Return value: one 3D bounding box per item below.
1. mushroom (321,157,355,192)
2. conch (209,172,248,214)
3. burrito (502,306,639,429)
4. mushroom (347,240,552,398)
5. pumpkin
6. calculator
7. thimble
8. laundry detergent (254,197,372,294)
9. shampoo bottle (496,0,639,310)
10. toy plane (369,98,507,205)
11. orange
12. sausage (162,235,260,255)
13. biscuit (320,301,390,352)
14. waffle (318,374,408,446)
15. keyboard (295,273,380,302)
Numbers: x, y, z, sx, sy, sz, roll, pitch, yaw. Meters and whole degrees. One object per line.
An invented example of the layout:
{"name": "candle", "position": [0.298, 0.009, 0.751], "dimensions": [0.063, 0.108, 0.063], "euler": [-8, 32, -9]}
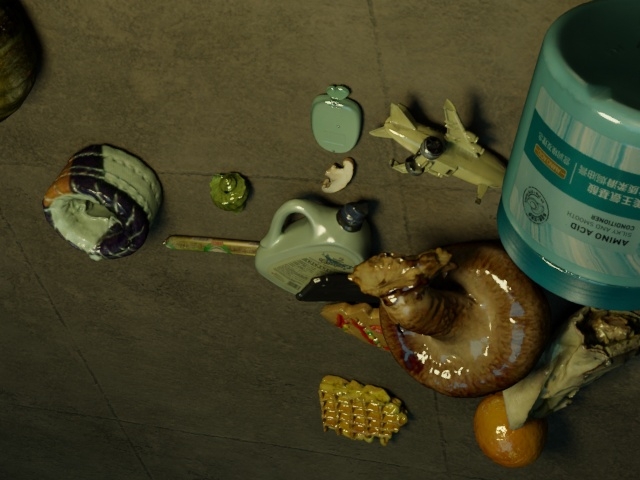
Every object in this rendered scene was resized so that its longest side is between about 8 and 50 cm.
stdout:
{"name": "mushroom", "position": [0.035, -0.124, 1.776], "dimensions": [0.049, 0.019, 0.101], "euler": [34, 135, -14]}
{"name": "conch", "position": [-0.186, -0.097, 1.881], "dimensions": [0.089, 0.074, 0.121], "euler": [45, 163, 22]}
{"name": "burrito", "position": [0.498, 0.255, 1.881], "dimensions": [0.135, 0.190, 0.332], "euler": [54, 139, 18]}
{"name": "mushroom", "position": [0.263, 0.148, 1.739], "dimensions": [0.331, 0.356, 0.334], "euler": [-12, 95, 13]}
{"name": "pumpkin", "position": [-0.679, -0.356, 1.716], "dimensions": [0.320, 0.192, 0.320], "euler": [13, 136, 13]}
{"name": "calculator", "position": [0.028, -0.218, 1.679], "dimensions": [0.095, 0.021, 0.153], "euler": [13, 141, 10]}
{"name": "thimble", "position": [-0.454, -0.074, 1.948], "dimensions": [0.237, 0.150, 0.237], "euler": [11, 139, 10]}
{"name": "laundry detergent", "position": [0.000, 0.000, 1.855], "dimensions": [0.215, 0.105, 0.280], "euler": [26, 140, -9]}
{"name": "shampoo bottle", "position": [0.452, -0.130, 1.355], "dimensions": [0.331, 0.331, 0.342], "euler": [14, 136, 9]}
{"name": "toy plane", "position": [0.216, -0.153, 1.615], "dimensions": [0.256, 0.104, 0.242], "euler": [34, 153, -3]}
{"name": "orange", "position": [0.424, 0.416, 2.056], "dimensions": [0.155, 0.177, 0.177], "euler": [-23, 122, 38]}
{"name": "sausage", "position": [-0.226, 0.011, 2.022], "dimensions": [0.269, 0.033, 0.033], "euler": [4, 136, 20]}
{"name": "biscuit", "position": [0.110, 0.190, 2.031], "dimensions": [0.239, 0.041, 0.212], "euler": [13, 154, 18]}
{"name": "waffle", "position": [0.112, 0.435, 2.302], "dimensions": [0.219, 0.057, 0.229], "euler": [8, 138, 15]}
{"name": "keyboard", "position": [0.080, 0.099, 1.892], "dimensions": [0.262, 0.016, 0.106], "euler": [3, 150, -31]}
